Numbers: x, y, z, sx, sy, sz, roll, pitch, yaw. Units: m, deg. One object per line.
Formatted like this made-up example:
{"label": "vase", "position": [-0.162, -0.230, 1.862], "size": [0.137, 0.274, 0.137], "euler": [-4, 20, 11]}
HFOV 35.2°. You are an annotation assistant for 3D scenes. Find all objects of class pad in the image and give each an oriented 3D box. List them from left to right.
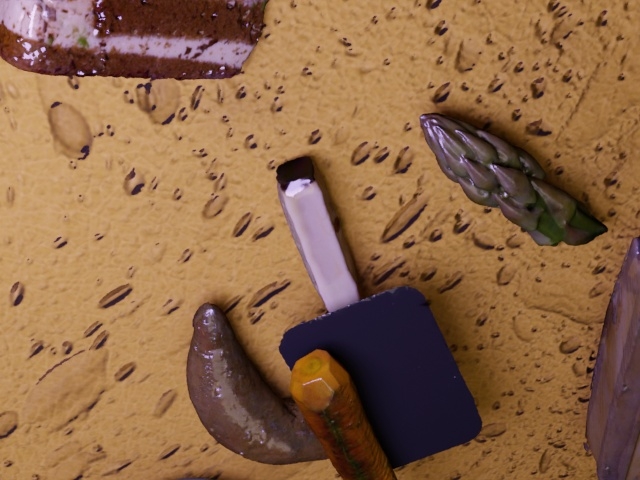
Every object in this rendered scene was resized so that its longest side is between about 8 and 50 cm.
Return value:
{"label": "pad", "position": [0.139, 0.118, 1.121], "size": [0.323, 0.055, 0.250], "euler": [-32, 123, -8]}

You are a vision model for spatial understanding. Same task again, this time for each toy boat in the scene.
{"label": "toy boat", "position": [0.428, 0.137, 1.211], "size": [0.162, 0.136, 0.445], "euler": [-3, 124, -7]}

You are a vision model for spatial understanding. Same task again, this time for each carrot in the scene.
{"label": "carrot", "position": [0.046, 0.240, 1.121], "size": [0.066, 0.066, 0.314], "euler": [-25, 126, 4]}

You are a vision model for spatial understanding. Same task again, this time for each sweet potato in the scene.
{"label": "sweet potato", "position": [-0.065, 0.191, 1.150], "size": [0.310, 0.098, 0.124], "euler": [41, 86, -31]}

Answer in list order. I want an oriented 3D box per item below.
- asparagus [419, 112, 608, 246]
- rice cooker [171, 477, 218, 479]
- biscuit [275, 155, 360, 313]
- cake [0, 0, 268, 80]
{"label": "asparagus", "position": [0.204, -0.052, 1.056], "size": [0.287, 0.080, 0.080], "euler": [34, 111, -30]}
{"label": "rice cooker", "position": [-0.149, 0.448, 1.184], "size": [0.264, 0.316, 0.316], "euler": [-27, 126, 5]}
{"label": "biscuit", "position": [0.000, 0.000, 1.055], "size": [0.052, 0.056, 0.188], "euler": [-21, 128, 1]}
{"label": "cake", "position": [-0.152, -0.185, 0.837], "size": [0.246, 0.135, 0.112], "euler": [15, 119, -23]}
